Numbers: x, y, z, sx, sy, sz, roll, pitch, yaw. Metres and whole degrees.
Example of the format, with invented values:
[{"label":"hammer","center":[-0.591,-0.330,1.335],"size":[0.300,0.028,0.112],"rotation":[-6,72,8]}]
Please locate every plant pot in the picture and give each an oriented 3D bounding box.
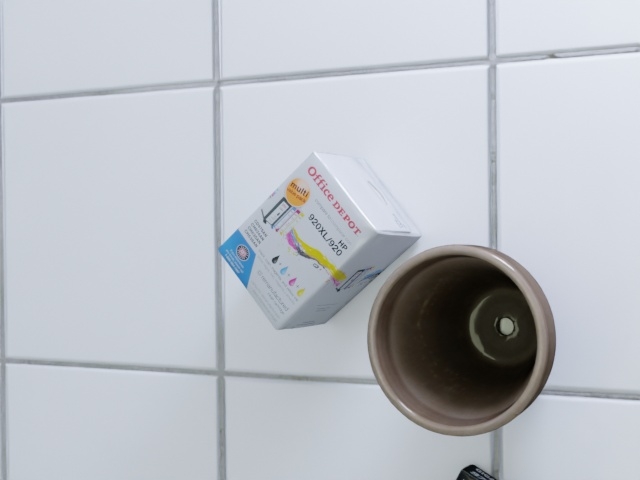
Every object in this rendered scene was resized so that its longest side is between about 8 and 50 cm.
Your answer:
[{"label":"plant pot","center":[0.230,0.135,1.665],"size":[0.263,0.229,0.263],"rotation":[0,90,28]}]

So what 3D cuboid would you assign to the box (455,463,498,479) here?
[{"label":"box","center":[0.272,0.470,1.749],"size":[0.220,0.051,0.175],"rotation":[30,105,24]}]

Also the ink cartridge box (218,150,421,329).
[{"label":"ink cartridge box","center":[0.000,0.000,1.820],"size":[0.232,0.168,0.171],"rotation":[-44,71,21]}]
